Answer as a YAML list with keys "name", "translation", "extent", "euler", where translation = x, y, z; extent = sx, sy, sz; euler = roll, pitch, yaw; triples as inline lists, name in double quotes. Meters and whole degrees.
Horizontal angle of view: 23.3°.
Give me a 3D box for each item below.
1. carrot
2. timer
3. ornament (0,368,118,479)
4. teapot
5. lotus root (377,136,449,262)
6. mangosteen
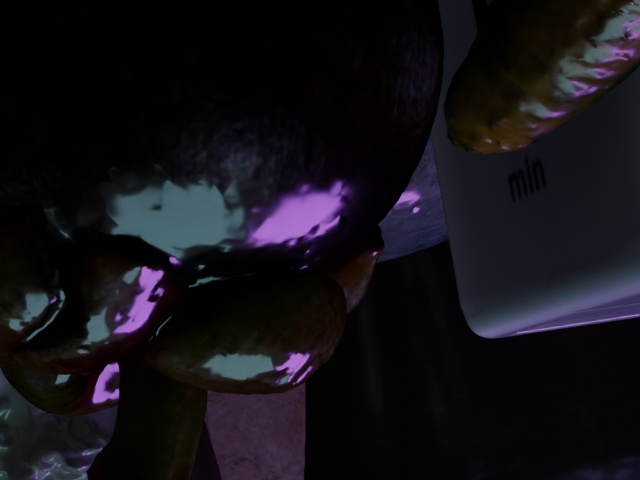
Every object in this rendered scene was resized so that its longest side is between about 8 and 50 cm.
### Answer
- name: "carrot"
  translation: [0.124, -0.115, 0.431]
  extent: [0.066, 0.066, 0.314]
  euler: [-4, 149, -35]
- name: "timer"
  translation: [0.159, -0.076, 0.618]
  extent: [0.192, 0.195, 0.194]
  euler: [-7, 173, -19]
- name: "ornament"
  translation: [-0.217, 0.066, 0.970]
  extent: [0.130, 0.285, 0.120]
  euler: [-27, -152, 35]
- name: "teapot"
  translation: [0.074, 0.089, 1.016]
  extent: [0.376, 0.362, 0.305]
  euler: [-22, 154, 12]
- name: "lotus root"
  translation: [0.038, -0.059, 0.812]
  extent: [0.322, 0.140, 0.158]
  euler: [-7, 172, -33]
- name: "mangosteen"
  translation: [-0.060, -0.026, 0.529]
  extent: [0.211, 0.250, 0.211]
  euler: [-6, 178, 0]
